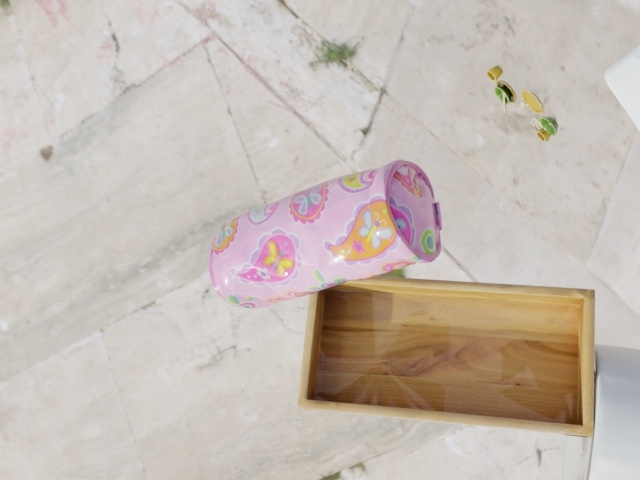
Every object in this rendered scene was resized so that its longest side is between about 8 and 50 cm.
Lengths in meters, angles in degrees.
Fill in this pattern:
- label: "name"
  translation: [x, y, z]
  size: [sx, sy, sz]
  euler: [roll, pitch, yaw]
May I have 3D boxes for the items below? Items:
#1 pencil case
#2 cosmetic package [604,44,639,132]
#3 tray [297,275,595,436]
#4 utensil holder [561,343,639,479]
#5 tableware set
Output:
- label: "pencil case"
  translation: [0.000, 0.000, 0.886]
  size: [0.284, 0.124, 0.124]
  euler: [-19, 74, 36]
- label: "cosmetic package"
  translation: [0.435, -0.105, 0.562]
  size: [0.230, 0.453, 0.162]
  euler: [-41, 62, 37]
- label: "tray"
  translation: [0.183, 0.164, 1.123]
  size: [0.410, 0.076, 0.203]
  euler: [3, 75, 12]
- label: "utensil holder"
  translation: [0.568, 0.325, 1.099]
  size: [0.385, 0.327, 0.328]
  euler: [9, 85, 13]
- label: "tableware set"
  translation: [0.327, -0.222, 1.252]
  size: [0.024, 0.104, 0.154]
  euler: [-38, 82, -3]
